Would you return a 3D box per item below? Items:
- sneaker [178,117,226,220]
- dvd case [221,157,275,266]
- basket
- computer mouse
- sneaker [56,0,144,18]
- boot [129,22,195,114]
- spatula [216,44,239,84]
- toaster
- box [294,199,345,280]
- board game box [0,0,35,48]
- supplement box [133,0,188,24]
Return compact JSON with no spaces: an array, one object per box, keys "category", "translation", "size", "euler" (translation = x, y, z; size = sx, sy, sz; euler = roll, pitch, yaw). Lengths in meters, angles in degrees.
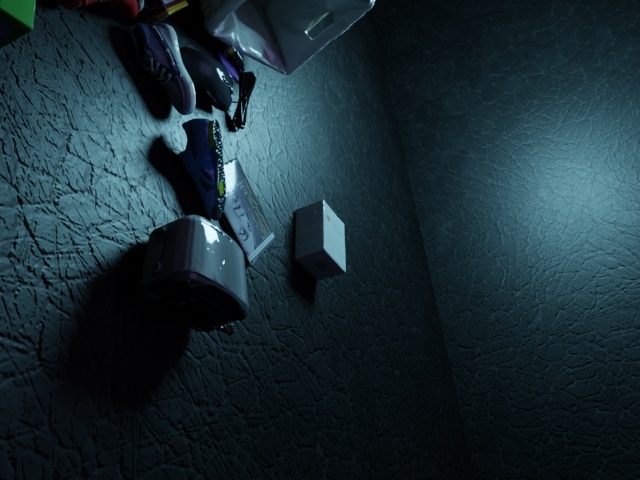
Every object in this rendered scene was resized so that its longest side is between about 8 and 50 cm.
[{"category":"sneaker","translation":[-0.242,-0.145,1.198],"size":[0.069,0.082,0.209],"euler":[-72,159,-77]},{"category":"dvd case","translation":[-0.179,-0.068,1.328],"size":[0.221,0.018,0.164],"euler":[66,22,-13]},{"category":"basket","translation":[-0.103,-0.655,1.480],"size":[0.331,0.328,0.266],"euler":[13,51,-54]},{"category":"computer mouse","translation":[-0.224,-0.391,1.358],"size":[0.262,0.060,0.184],"euler":[38,56,-55]},{"category":"sneaker","translation":[-0.406,-0.446,1.005],"size":[0.118,0.107,0.279],"euler":[-63,170,0]},{"category":"boot","translation":[-0.319,-0.341,1.169],"size":[0.086,0.069,0.190],"euler":[-21,93,-50]},{"category":"spatula","translation":[-0.240,-0.522,1.519],"size":[0.084,0.030,0.296],"euler":[38,39,-55]},{"category":"toaster","translation":[-0.208,0.060,1.016],"size":[0.227,0.129,0.146],"euler":[42,34,-48]},{"category":"box","translation":[0.000,0.000,1.596],"size":[0.130,0.091,0.170],"euler":[47,33,-45]},{"category":"board game box","translation":[-0.465,-0.250,0.505],"size":[0.316,0.242,0.064],"euler":[31,48,-58]},{"category":"supplement box","translation":[-0.364,-0.538,1.175],"size":[0.188,0.081,0.104],"euler":[62,24,-24]}]
